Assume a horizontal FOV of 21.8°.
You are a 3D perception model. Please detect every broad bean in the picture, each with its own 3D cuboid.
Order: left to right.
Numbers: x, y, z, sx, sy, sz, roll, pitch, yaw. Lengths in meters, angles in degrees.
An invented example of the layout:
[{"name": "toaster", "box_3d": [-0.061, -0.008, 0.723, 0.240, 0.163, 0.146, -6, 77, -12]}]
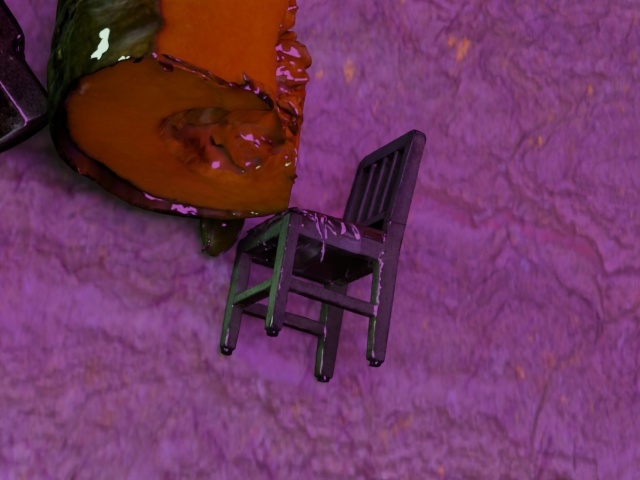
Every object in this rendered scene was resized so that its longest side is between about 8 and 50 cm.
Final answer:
[{"name": "broad bean", "box_3d": [-0.083, -0.099, 1.801, 0.052, 0.053, 0.256, 26, 66, -30]}]

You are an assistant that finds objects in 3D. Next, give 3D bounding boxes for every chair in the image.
[{"name": "chair", "box_3d": [0.000, 0.000, 1.768, 0.147, 0.136, 0.270, 19, 70, -22]}]

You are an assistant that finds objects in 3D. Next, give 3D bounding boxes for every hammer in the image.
[{"name": "hammer", "box_3d": [-0.462, -0.133, 1.577, 0.409, 0.095, 0.242, -36, 95, -36]}]

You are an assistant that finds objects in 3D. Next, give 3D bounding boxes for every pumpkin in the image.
[{"name": "pumpkin", "box_3d": [-0.137, -0.171, 1.646, 0.256, 0.303, 0.225, 7, 57, 4]}]
